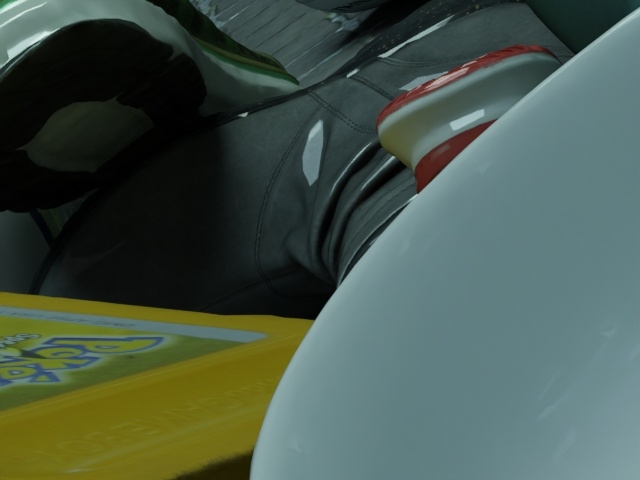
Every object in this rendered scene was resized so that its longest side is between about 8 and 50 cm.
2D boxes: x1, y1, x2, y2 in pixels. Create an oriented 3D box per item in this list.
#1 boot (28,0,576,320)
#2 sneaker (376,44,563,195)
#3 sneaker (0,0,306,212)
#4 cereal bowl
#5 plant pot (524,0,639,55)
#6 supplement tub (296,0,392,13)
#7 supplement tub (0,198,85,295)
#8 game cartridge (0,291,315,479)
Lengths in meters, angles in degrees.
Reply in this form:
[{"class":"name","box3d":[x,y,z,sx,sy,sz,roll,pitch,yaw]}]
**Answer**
[{"class":"boot","box3d":[0.000,0.000,0.864,0.338,0.118,0.222,-38,20,6]},{"class":"sneaker","box3d":[0.092,0.021,0.652,0.087,0.128,0.221,-26,-18,22]},{"class":"sneaker","box3d":[-0.124,-0.113,1.042,0.158,0.182,0.410,-34,-13,6]},{"class":"cereal bowl","box3d":[0.158,0.017,0.407,0.339,0.141,0.339,-32,15,10]},{"class":"plant pot","box3d":[0.185,-0.141,0.647,0.293,0.293,0.196,-28,44,24]},{"class":"supplement tub","box3d":[0.087,-0.296,1.403,0.193,0.193,0.316,-45,18,-31]},{"class":"supplement tub","box3d":[-0.260,-0.011,1.155,0.235,0.235,0.325,-32,21,12]},{"class":"game cartridge","box3d":[-0.127,0.061,0.640,0.324,0.052,0.285,1,7,32]}]
